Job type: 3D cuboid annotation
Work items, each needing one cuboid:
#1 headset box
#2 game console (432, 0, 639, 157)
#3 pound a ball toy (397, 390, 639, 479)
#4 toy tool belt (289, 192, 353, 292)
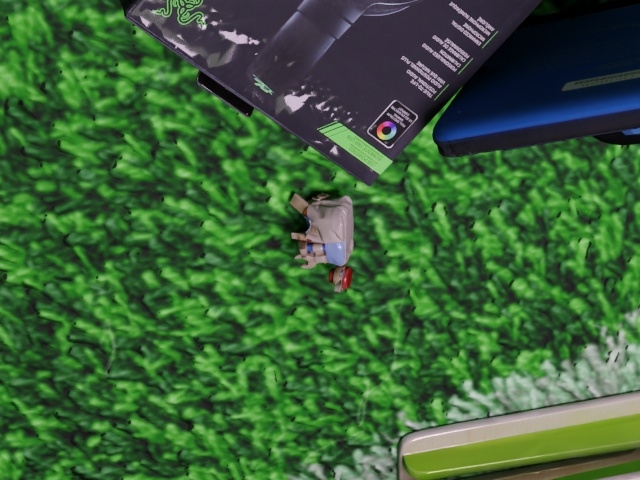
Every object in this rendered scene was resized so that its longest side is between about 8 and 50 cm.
[{"bbox_3d":[0.014,-0.214,1.312,0.246,0.131,0.283,35,107,-30],"label":"headset box"},{"bbox_3d":[0.274,-0.095,1.339,0.293,0.250,0.173,-8,120,36],"label":"game console"},{"bbox_3d":[0.205,0.267,1.621,0.319,0.208,0.136,-10,123,-11],"label":"pound a ball toy"},{"bbox_3d":[0.000,0.000,1.498,0.051,0.052,0.083,8,120,16],"label":"toy tool belt"}]
